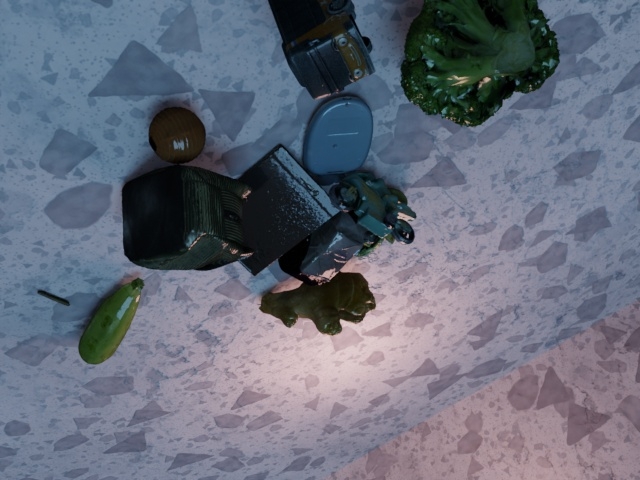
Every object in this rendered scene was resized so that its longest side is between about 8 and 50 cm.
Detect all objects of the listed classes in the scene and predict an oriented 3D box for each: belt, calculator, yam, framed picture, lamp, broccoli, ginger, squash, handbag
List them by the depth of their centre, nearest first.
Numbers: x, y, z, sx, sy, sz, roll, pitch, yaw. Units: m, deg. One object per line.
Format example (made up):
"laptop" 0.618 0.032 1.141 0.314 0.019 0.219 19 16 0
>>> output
"broccoli" 0.355 -0.443 1.419 0.413 0.321 0.310 -7 168 -19
"lamp" -0.335 -0.244 1.468 0.136 0.136 0.136 -12 140 -10
"handbag" -0.326 -0.047 1.569 0.240 0.247 0.341 5 169 -45
"calculator" 0.047 -0.257 1.688 0.188 0.042 0.302 -8 139 -16
"framed picture" -0.150 -0.075 1.752 0.339 0.014 0.255 -37 112 19
"yam" -0.781 0.169 1.841 0.014 0.014 0.107 -35 138 17
"belt" 0.000 0.000 1.853 0.289 0.184 0.164 -43 130 21
"squash" -0.638 0.250 1.915 0.118 0.118 0.370 15 128 -35
"ginger" -0.006 0.228 2.066 0.375 0.236 0.166 -25 156 11

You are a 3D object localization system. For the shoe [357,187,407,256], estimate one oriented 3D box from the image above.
"shoe" 0.166 -0.047 1.932 0.262 0.128 0.140 -36 152 22

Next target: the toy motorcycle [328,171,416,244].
"toy motorcycle" 0.150 -0.100 1.778 0.296 0.198 0.109 32 134 -20

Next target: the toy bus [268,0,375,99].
"toy bus" -0.002 -0.432 1.288 0.167 0.275 0.138 -27 140 9
